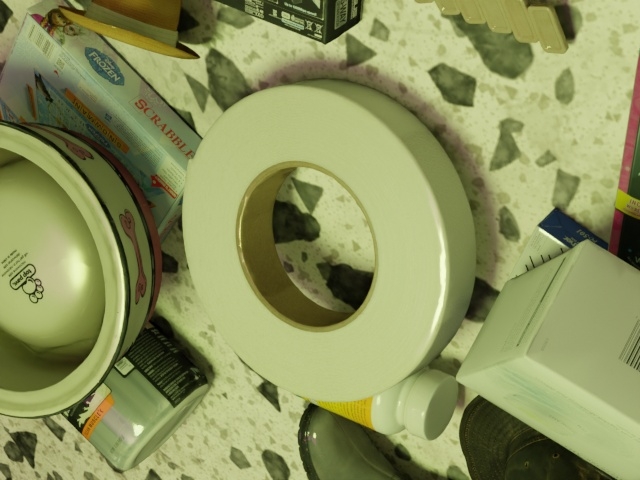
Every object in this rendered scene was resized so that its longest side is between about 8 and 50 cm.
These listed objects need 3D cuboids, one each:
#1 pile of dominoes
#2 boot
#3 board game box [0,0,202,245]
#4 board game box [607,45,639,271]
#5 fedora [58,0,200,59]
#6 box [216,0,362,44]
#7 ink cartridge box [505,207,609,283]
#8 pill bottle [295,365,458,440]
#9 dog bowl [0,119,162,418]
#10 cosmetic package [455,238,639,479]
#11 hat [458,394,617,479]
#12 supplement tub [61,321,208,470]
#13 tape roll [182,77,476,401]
[{"bbox_3d":[0.148,-0.302,1.294,0.251,0.040,0.196,26,151,28],"label":"pile of dominoes"},{"bbox_3d":[0.128,0.341,1.753,0.222,0.118,0.338,-6,127,41],"label":"boot"},{"bbox_3d":[-0.325,-0.127,1.821,0.319,0.066,0.318,46,139,4],"label":"board game box"},{"bbox_3d":[0.398,-0.049,1.222,0.224,0.097,0.303,22,132,27],"label":"board game box"},{"bbox_3d":[-0.221,-0.279,1.563,0.194,0.194,0.079,24,101,26],"label":"fedora"},{"bbox_3d":[-0.094,-0.379,1.421,0.307,0.076,0.243,24,133,26],"label":"box"},{"bbox_3d":[0.257,0.069,1.470,0.097,0.046,0.207,36,138,16],"label":"ink cartridge box"},{"bbox_3d":[0.067,0.179,1.667,0.208,0.117,0.118,19,131,30],"label":"pill bottle"},{"bbox_3d":[-0.391,0.023,1.752,0.407,0.150,0.408,7,107,25],"label":"dog bowl"},{"bbox_3d":[0.288,0.132,1.306,0.224,0.138,0.225,31,165,-3],"label":"cosmetic package"},{"bbox_3d":[0.296,0.313,1.528,0.331,0.134,0.331,20,140,18],"label":"hat"},{"bbox_3d":[-0.341,0.178,1.967,0.316,0.193,0.194,43,139,9],"label":"supplement tub"},{"bbox_3d":[0.000,0.000,1.547,0.392,0.072,0.392,11,110,33],"label":"tape roll"}]
